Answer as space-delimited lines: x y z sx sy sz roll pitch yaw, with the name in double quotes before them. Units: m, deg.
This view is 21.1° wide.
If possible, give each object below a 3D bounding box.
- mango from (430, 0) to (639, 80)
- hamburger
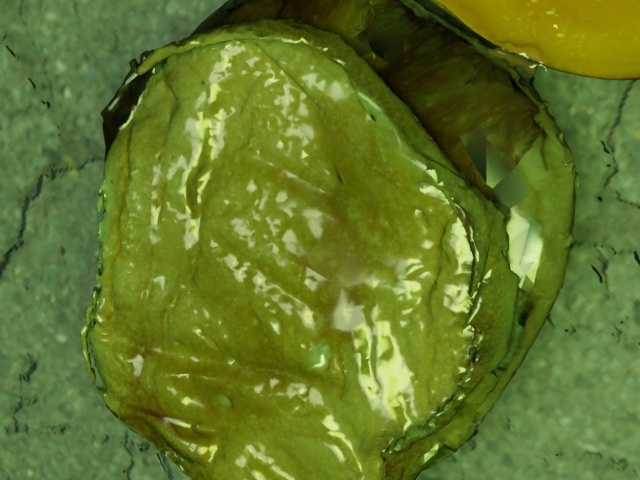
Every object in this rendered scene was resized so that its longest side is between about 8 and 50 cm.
"mango" 0.103 -0.198 0.866 0.257 0.138 0.187 30 120 19
"hamburger" -0.002 -0.001 0.939 0.265 0.134 0.285 38 116 10
